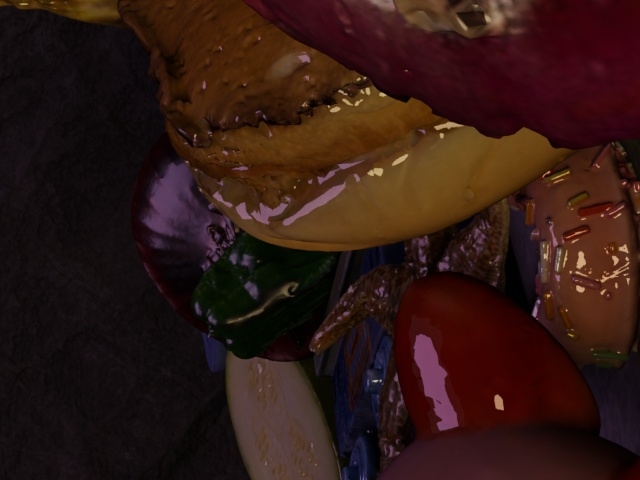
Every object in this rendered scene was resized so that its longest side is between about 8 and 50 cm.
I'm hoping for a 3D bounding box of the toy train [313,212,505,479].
[{"bbox_3d":[0.078,0.099,1.090,0.299,0.131,0.202,104,164,-54],"label":"toy train"}]

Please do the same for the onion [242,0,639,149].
[{"bbox_3d":[0.105,-0.227,0.427,0.385,0.348,0.347,-51,-25,-42],"label":"onion"}]

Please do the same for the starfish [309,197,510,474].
[{"bbox_3d":[0.067,0.047,0.868,0.236,0.062,0.277,13,99,61],"label":"starfish"}]

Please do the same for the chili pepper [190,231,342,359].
[{"bbox_3d":[0.001,0.001,1.178,0.083,0.253,0.099,46,-170,-51],"label":"chili pepper"}]

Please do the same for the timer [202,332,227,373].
[{"bbox_3d":[-0.068,-0.055,1.667,0.395,0.173,0.394,174,90,-81],"label":"timer"}]

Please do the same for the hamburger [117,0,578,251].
[{"bbox_3d":[0.035,-0.137,0.768,0.174,0.284,0.304,57,-174,-31],"label":"hamburger"}]

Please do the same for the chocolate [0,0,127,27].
[{"bbox_3d":[-0.163,-0.269,1.359,0.162,0.446,0.162,176,90,-75],"label":"chocolate"}]

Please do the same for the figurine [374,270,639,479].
[{"bbox_3d":[0.118,0.196,0.691,0.270,0.211,0.261,27,82,48],"label":"figurine"}]

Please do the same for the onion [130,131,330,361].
[{"bbox_3d":[-0.042,-0.028,1.355,0.285,0.273,0.273,-61,-25,-61],"label":"onion"}]

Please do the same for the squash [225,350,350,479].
[{"bbox_3d":[-0.036,0.197,1.410,0.260,0.189,0.189,-70,-14,-54],"label":"squash"}]

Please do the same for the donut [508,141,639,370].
[{"bbox_3d":[0.147,-0.012,0.806,0.117,0.065,0.166,95,164,-47],"label":"donut"}]
